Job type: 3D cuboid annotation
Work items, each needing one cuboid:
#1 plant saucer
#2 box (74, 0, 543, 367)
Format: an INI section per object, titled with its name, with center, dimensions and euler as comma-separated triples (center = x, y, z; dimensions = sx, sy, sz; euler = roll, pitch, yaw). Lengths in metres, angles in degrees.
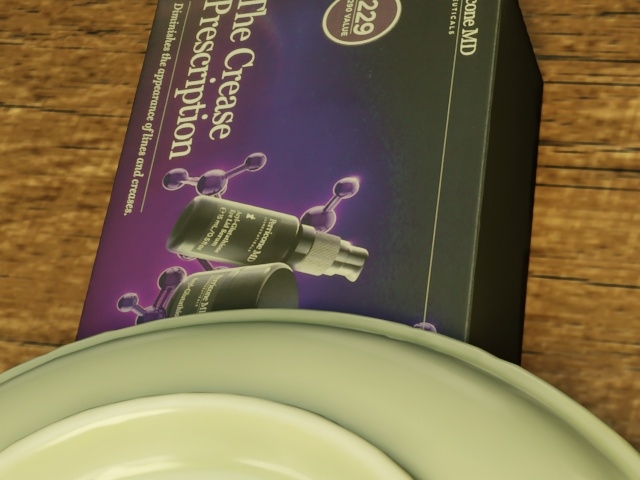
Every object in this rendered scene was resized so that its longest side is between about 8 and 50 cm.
[plant saucer]
center = -0.047, 0.164, 0.664
dimensions = 0.400, 0.100, 0.400
euler = -6, 51, 7
[box]
center = 0.000, 0.000, 0.926
dimensions = 0.184, 0.103, 0.261
euler = -3, 52, 15
